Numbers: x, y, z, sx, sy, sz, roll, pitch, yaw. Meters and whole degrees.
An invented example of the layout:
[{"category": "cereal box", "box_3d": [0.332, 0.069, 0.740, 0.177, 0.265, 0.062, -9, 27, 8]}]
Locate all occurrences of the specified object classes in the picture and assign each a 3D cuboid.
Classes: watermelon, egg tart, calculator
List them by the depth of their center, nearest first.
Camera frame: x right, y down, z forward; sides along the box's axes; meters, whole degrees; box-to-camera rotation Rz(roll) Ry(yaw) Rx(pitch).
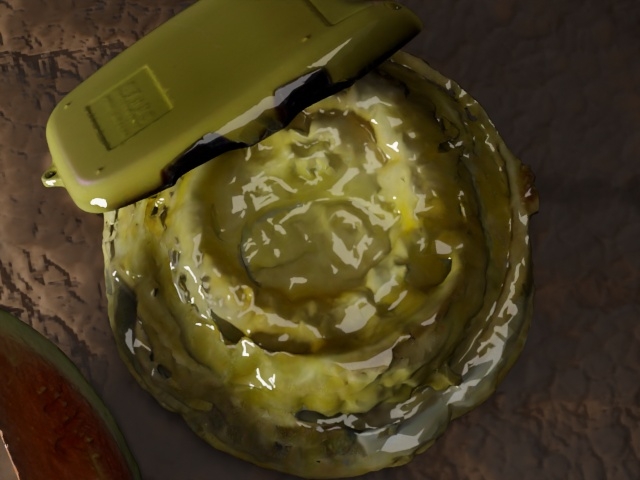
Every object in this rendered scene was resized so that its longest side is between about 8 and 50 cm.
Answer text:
[{"category": "watermelon", "box_3d": [-0.145, 0.140, 0.898, 0.063, 0.119, 0.245, -23, 82, 4]}, {"category": "calculator", "box_3d": [-0.064, -0.098, 0.940, 0.236, 0.157, 0.033, -32, 127, -3]}, {"category": "egg tart", "box_3d": [0.000, 0.000, 0.945, 0.278, 0.095, 0.279, 0, 76, -2]}]
